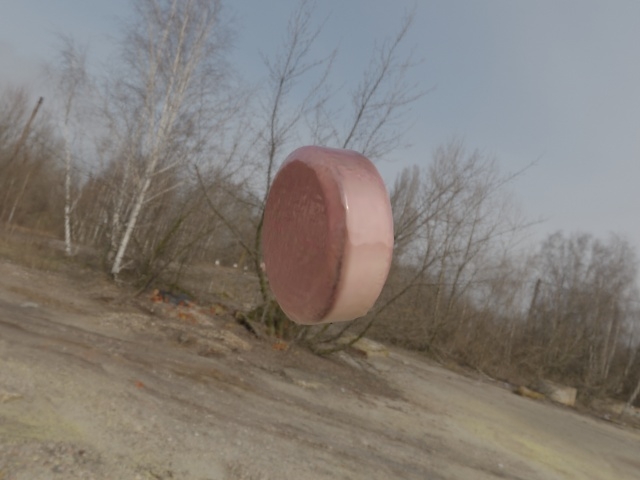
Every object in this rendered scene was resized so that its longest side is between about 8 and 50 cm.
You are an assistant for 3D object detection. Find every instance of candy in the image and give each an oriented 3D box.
[{"bbox_3d":[0.000,0.000,0.655,0.095,0.255,0.255,1,2,-29],"label":"candy"}]
